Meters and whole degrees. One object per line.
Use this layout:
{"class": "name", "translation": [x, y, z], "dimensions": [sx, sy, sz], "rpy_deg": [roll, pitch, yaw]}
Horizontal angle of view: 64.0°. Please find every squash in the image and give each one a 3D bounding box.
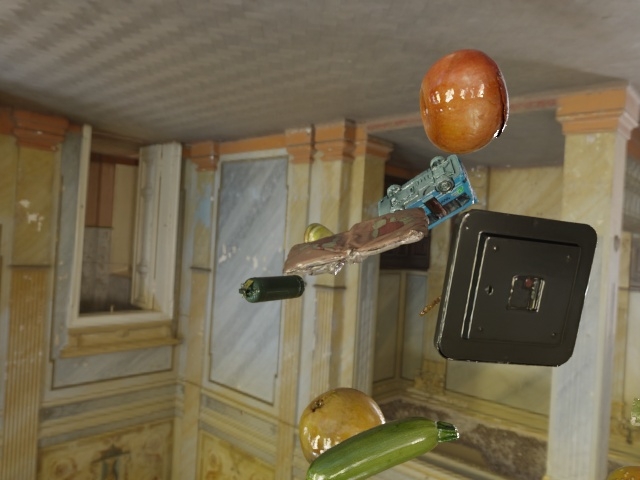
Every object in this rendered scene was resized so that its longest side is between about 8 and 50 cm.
{"class": "squash", "translation": [0.093, 0.329, 0.810], "dimensions": [0.252, 0.066, 0.066], "rpy_deg": [-21, -179, -3]}

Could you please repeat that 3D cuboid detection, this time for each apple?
{"class": "apple", "translation": [0.374, -0.371, 1.380], "dimensions": [0.207, 0.251, 0.271], "rpy_deg": [-19, 150, -3]}

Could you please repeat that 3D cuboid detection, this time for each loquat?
{"class": "loquat", "translation": [0.066, 0.558, 1.492], "dimensions": [0.263, 0.262, 0.263], "rpy_deg": [3, 180, 0]}

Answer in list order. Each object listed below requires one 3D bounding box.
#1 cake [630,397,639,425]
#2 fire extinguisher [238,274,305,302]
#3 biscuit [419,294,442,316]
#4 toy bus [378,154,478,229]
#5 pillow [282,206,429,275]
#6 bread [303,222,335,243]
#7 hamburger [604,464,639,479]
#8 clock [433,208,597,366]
{"class": "cake", "translation": [0.730, 0.368, 1.075], "dimensions": [0.140, 0.055, 0.051], "rpy_deg": [-3, 139, 30]}
{"class": "fire extinguisher", "translation": [-0.191, 0.181, 1.914], "dimensions": [0.115, 0.095, 0.311], "rpy_deg": [2, -179, 43]}
{"class": "biscuit", "translation": [0.288, 0.168, 1.330], "dimensions": [0.082, 0.016, 0.092], "rpy_deg": [-41, 169, 2]}
{"class": "toy bus", "translation": [0.277, -0.105, 1.333], "dimensions": [0.246, 0.113, 0.134], "rpy_deg": [-32, 122, 25]}
{"class": "pillow", "translation": [0.061, 0.007, 0.855], "dimensions": [0.249, 0.049, 0.135], "rpy_deg": [-19, -166, 11]}
{"class": "bread", "translation": [0.000, 0.000, 1.348], "dimensions": [0.083, 0.094, 0.157], "rpy_deg": [-35, -139, -16]}
{"class": "hamburger", "translation": [0.811, 0.710, 1.293], "dimensions": [0.295, 0.151, 0.227], "rpy_deg": [-40, -128, -24]}
{"class": "clock", "translation": [0.355, 0.092, 0.921], "dimensions": [0.274, 0.278, 0.049], "rpy_deg": [5, -171, -11]}
